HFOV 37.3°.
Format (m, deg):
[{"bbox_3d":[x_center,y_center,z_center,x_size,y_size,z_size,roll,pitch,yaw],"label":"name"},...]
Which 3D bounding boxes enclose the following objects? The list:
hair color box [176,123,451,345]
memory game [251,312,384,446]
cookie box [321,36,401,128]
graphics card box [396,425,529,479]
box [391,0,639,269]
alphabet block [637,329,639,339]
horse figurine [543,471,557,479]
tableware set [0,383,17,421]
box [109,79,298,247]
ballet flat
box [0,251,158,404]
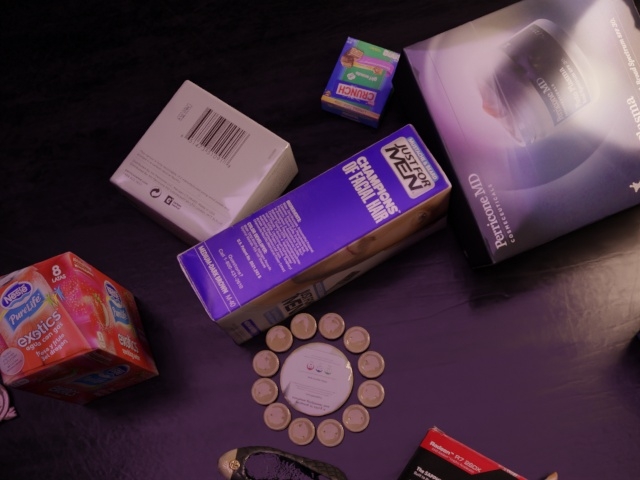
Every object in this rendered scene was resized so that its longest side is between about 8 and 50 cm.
[{"bbox_3d":[0.000,0.000,1.242,0.339,0.185,0.110,-31,74,-4],"label":"hair color box"},{"bbox_3d":[-0.004,0.187,1.279,0.186,0.012,0.186,-1,75,4],"label":"memory game"},{"bbox_3d":[0.062,-0.229,1.375,0.092,0.040,0.107,21,78,9],"label":"cookie box"},{"bbox_3d":[0.130,0.424,1.067,0.233,0.094,0.371,27,60,22],"label":"graphics card box"},{"bbox_3d":[0.286,-0.151,1.234,0.294,0.183,0.296,-23,87,0],"label":"box"},{"bbox_3d":[0.541,0.097,1.164,0.197,0.193,0.192,-43,77,-7],"label":"alphabet block"},{"bbox_3d":[0.282,0.418,1.162,0.174,0.066,0.263,-33,71,-12],"label":"horse figurine"},{"bbox_3d":[-0.458,0.169,1.320,0.141,0.020,0.168,-40,76,-5],"label":"tableware set"},{"bbox_3d":[-0.157,-0.090,1.315,0.181,0.119,0.182,33,80,13],"label":"box"},{"bbox_3d":[-0.051,0.299,1.232,0.173,0.049,0.057,7,74,7],"label":"ballet flat"},{"bbox_3d":[-0.309,0.119,1.197,0.123,0.257,0.128,-22,74,0],"label":"box"}]
